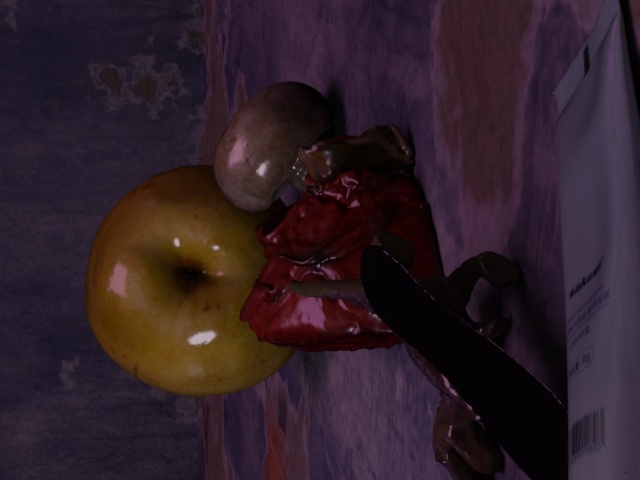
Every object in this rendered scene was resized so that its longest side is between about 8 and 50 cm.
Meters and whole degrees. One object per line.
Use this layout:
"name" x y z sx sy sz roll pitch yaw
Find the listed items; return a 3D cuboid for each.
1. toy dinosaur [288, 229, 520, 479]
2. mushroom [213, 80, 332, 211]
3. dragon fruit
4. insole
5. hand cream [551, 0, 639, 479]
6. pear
"toy dinosaur" 0.057 0.060 0.976 0.251 0.072 0.200 40 143 22
"mushroom" -0.050 -0.105 1.515 0.127 0.166 0.166 45 164 0
"dragon fruit" 0.000 0.000 1.229 0.317 0.152 0.205 140 130 -76
"insole" 0.099 0.083 0.830 0.253 0.005 0.086 45 147 38
"hand cream" 0.154 0.021 0.706 0.109 0.067 0.321 107 163 -61
"pear" -0.151 0.052 1.661 0.314 0.314 0.314 179 90 -79
